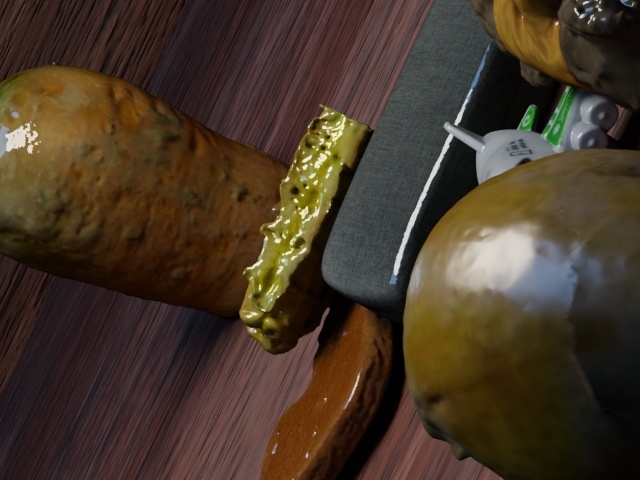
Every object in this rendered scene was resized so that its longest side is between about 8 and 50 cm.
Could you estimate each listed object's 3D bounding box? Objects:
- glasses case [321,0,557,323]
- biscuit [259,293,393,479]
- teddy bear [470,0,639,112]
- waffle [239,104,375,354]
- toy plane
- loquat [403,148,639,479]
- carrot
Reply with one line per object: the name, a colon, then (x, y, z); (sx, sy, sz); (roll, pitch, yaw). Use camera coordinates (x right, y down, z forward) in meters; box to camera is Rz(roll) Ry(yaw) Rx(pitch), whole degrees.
glasses case: (0.106, -0.092, 1.176); (0.131, 0.074, 0.323); (14, 78, 64)
biscuit: (0.005, 0.134, 1.251); (0.192, 0.036, 0.186); (-58, 16, 21)
teddy bear: (0.175, -0.143, 0.925); (0.190, 0.177, 0.140); (49, 125, 58)
waffle: (0.000, 0.000, 1.295); (0.211, 0.055, 0.160); (-65, -20, 4)
toy plane: (0.138, -0.040, 1.028); (0.174, 0.080, 0.174); (-52, 23, 33)
loquat: (0.139, 0.042, 0.745); (0.227, 0.179, 0.179); (-25, 43, 57)
carrot: (-0.206, -0.049, 1.627); (0.224, 0.340, 0.224); (-50, 27, 37)
